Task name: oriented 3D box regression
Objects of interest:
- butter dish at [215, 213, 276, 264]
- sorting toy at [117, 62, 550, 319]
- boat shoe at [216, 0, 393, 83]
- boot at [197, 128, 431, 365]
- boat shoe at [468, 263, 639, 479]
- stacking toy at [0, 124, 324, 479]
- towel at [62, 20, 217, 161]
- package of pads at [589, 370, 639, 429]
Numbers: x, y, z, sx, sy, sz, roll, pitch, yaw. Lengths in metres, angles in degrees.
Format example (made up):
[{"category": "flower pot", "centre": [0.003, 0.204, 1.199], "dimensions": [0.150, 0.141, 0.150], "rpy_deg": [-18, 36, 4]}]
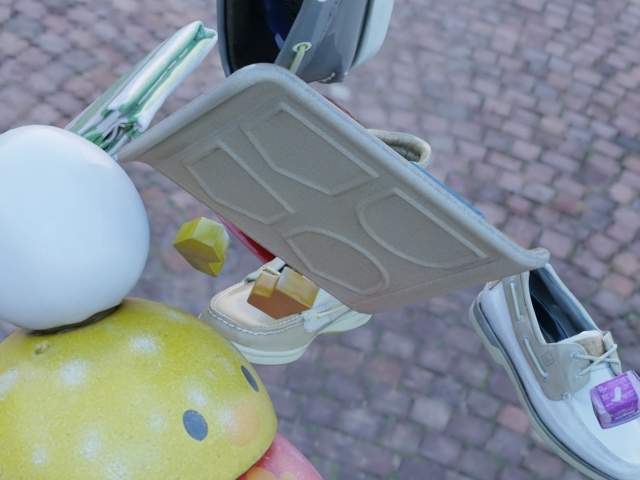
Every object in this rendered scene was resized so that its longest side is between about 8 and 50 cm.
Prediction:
[{"category": "butter dish", "centre": [-0.031, -0.051, 1.653], "dimensions": [0.160, 0.160, 0.118], "rpy_deg": [43, 5, 18]}, {"category": "sorting toy", "centre": [-0.017, -0.021, 1.044], "dimensions": [0.229, 0.307, 0.041], "rpy_deg": [32, 67, -19]}, {"category": "boat shoe", "centre": [-0.009, -0.196, 0.904], "dimensions": [0.091, 0.305, 0.109], "rpy_deg": [-31, 62, -24]}, {"category": "boot", "centre": [0.000, 0.000, 1.445], "dimensions": [0.095, 0.203, 0.262], "rpy_deg": [35, 26, 25]}, {"category": "boat shoe", "centre": [0.281, 0.145, 1.781], "dimensions": [0.113, 0.103, 0.302], "rpy_deg": [-11, 52, -40]}, {"category": "stacking toy", "centre": [-0.126, 0.162, 0.991], "dimensions": [0.350, 0.480, 0.350], "rpy_deg": [-14, 17, 4]}, {"category": "towel", "centre": [-0.234, -0.056, 1.361], "dimensions": [0.038, 0.325, 0.248], "rpy_deg": [47, 26, -12]}, {"category": "package of pads", "centre": [0.290, 0.156, 1.534], "dimensions": [0.050, 0.083, 0.032], "rpy_deg": [-24, 67, 3]}]
